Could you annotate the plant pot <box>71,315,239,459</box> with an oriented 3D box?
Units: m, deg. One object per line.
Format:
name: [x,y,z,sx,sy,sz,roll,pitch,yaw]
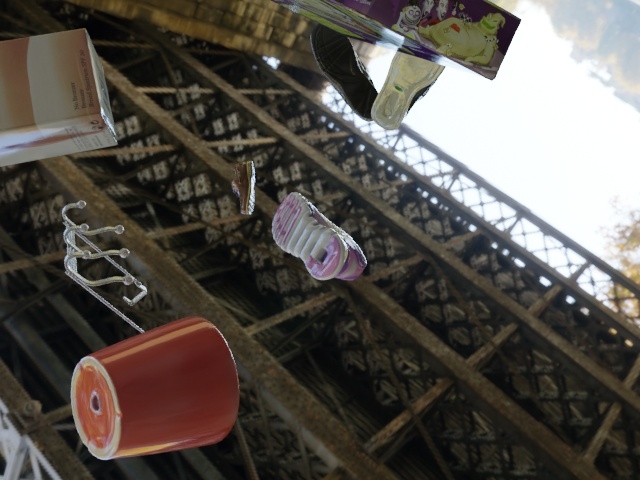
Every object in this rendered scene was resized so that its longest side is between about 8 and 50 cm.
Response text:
plant pot: [-0.337,0.301,1.270,0.243,0.275,0.275,-5,-138,-45]

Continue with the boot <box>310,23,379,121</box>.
boot: [0.061,-0.370,1.450,0.236,0.085,0.178,57,-172,0]

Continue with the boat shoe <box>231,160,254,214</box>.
boat shoe: [-0.213,-0.142,1.759,0.060,0.064,0.178,-5,-124,1]

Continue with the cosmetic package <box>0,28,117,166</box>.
cosmetic package: [-0.478,-0.205,0.968,0.296,0.129,0.153,-14,-101,-9]

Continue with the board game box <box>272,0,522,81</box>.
board game box: [-0.011,-0.213,0.521,0.208,0.056,0.347,15,-163,-20]

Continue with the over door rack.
over door rack: [-0.468,0.081,1.476,0.108,0.324,0.239,-28,-143,-3]

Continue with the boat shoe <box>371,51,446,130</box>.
boat shoe: [0.166,-0.296,1.126,0.084,0.233,0.079,39,-129,3]

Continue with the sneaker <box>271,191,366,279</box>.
sneaker: [0.000,0.000,1.120,0.104,0.095,0.236,18,-161,-39]
